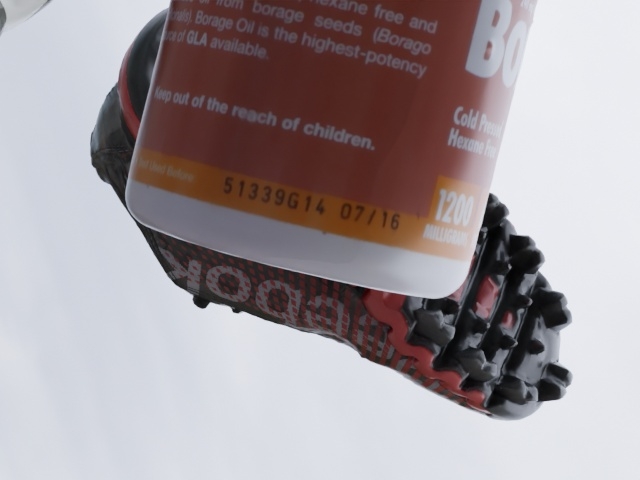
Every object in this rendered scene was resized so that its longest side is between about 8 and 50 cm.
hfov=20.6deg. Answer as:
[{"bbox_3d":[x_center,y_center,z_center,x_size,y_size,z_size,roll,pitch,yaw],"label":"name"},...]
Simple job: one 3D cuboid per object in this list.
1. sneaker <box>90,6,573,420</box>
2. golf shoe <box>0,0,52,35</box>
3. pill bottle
[{"bbox_3d":[0.000,0.000,0.862,0.276,0.097,0.135,37,-33,-17],"label":"sneaker"},{"bbox_3d":[-0.178,-0.188,0.817,0.273,0.120,0.105,60,-1,36],"label":"golf shoe"},{"bbox_3d":[0.016,-0.097,0.592,0.121,0.121,0.216,21,-82,67],"label":"pill bottle"}]
